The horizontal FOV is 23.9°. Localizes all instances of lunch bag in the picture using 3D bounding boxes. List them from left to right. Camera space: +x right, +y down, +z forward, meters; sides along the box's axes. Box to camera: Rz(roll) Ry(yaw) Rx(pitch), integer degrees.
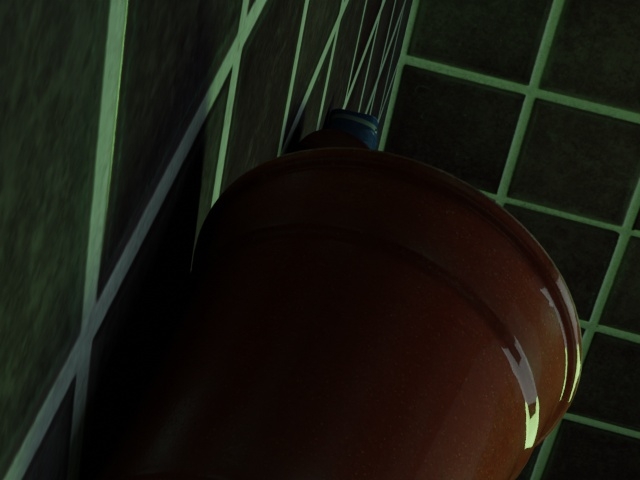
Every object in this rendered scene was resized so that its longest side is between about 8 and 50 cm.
[{"bbox_3d":[0.034,-0.111,1.866,0.098,0.067,0.065,102,5,-49],"label":"lunch bag"}]

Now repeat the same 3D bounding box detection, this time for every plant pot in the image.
[{"bbox_3d":[-0.004,0.128,0.908,0.265,0.272,0.272,-59,166,-49],"label":"plant pot"}]

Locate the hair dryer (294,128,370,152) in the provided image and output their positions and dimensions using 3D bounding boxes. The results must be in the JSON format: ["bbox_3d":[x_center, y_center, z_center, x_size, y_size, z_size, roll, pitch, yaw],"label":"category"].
[{"bbox_3d":[0.071,-0.036,1.531,0.080,0.223,0.293,-59,157,1],"label":"hair dryer"}]
